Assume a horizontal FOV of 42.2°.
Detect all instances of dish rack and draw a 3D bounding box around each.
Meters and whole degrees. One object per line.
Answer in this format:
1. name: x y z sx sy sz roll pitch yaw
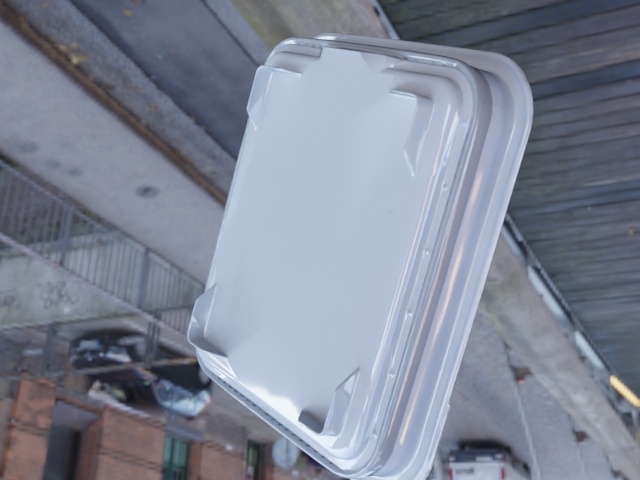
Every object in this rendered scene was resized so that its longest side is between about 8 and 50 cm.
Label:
1. dish rack: 0.000 0.000 0.645 0.072 0.332 0.285 10 -171 -40
